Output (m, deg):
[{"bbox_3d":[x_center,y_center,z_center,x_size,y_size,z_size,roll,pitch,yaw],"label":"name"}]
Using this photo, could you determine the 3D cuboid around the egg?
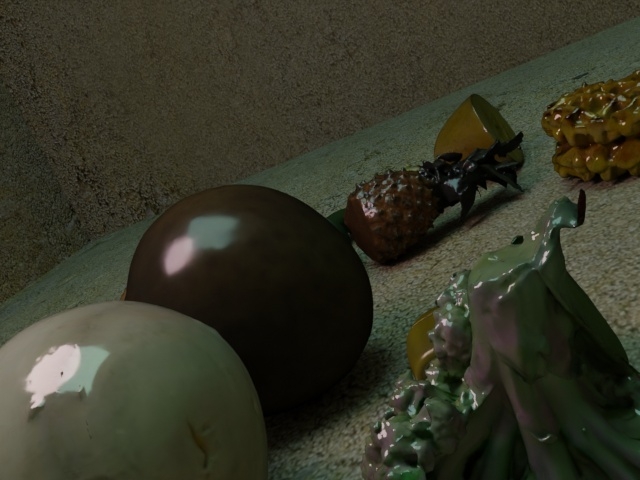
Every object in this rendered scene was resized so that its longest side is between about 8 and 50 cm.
[{"bbox_3d":[-0.218,0.202,0.807,0.345,0.283,0.283,-9,20,42],"label":"egg"}]

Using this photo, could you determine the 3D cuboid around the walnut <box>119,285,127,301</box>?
[{"bbox_3d":[-0.248,0.132,1.362,0.198,0.198,0.245,-26,3,-3],"label":"walnut"}]

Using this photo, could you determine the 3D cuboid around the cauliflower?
[{"bbox_3d":[0.151,0.092,0.598,0.239,0.315,0.256,-2,36,15],"label":"cauliflower"}]

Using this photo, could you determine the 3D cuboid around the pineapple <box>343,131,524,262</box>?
[{"bbox_3d":[0.223,-0.094,1.459,0.365,0.165,0.165,-26,13,-12],"label":"pineapple"}]

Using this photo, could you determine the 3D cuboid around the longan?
[{"bbox_3d":[-0.094,0.078,1.037,0.319,0.319,0.319,-24,13,6],"label":"longan"}]

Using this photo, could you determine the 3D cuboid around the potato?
[{"bbox_3d":[0.317,-0.198,1.702,0.158,0.178,0.203,-35,32,29],"label":"potato"}]

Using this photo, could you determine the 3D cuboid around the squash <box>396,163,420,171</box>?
[{"bbox_3d":[0.152,-0.075,1.655,0.184,0.085,0.192,-29,12,-3],"label":"squash"}]

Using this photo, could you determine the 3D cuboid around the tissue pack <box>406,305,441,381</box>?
[{"bbox_3d":[0.181,0.106,0.805,0.178,0.123,0.127,-22,13,14],"label":"tissue pack"}]

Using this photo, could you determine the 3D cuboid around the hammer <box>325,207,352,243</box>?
[{"bbox_3d":[0.000,0.000,1.616,0.206,0.119,0.335,-17,8,29],"label":"hammer"}]

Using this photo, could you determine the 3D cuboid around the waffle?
[{"bbox_3d":[0.534,-0.209,1.352,0.324,0.151,0.261,-18,11,32],"label":"waffle"}]
